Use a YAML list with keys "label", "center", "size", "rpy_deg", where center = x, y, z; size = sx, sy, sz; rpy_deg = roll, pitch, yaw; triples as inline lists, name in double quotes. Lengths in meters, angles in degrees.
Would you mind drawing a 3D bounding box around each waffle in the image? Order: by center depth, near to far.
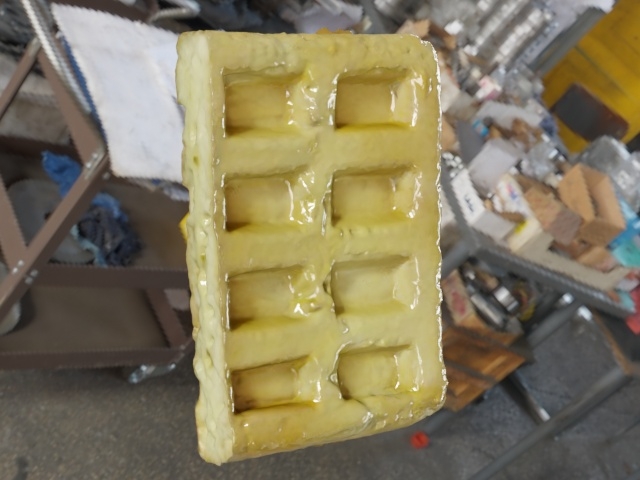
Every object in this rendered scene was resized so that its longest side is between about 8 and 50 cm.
- label: "waffle"
  center: [0.000, 0.000, 0.582]
  size: [0.168, 0.057, 0.273]
  rpy_deg: [-4, 95, -27]
